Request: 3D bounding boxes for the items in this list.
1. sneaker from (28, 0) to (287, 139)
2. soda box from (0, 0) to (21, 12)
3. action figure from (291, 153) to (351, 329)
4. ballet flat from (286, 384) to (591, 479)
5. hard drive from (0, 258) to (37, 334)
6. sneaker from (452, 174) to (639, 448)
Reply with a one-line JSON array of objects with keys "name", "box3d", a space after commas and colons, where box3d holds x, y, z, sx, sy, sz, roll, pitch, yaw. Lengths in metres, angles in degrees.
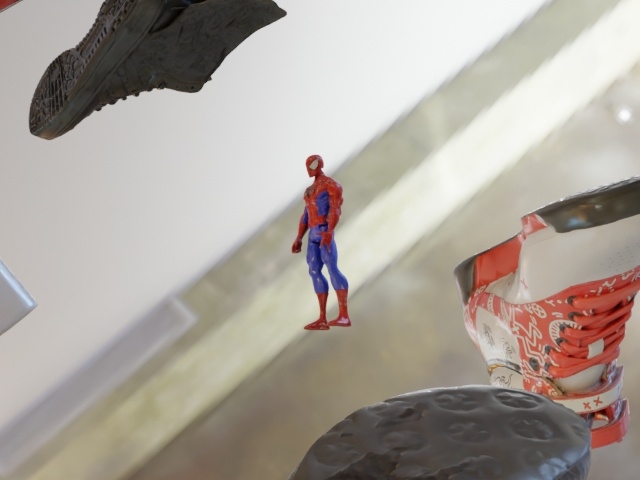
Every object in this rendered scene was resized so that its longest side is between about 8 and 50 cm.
[{"name": "sneaker", "box3d": [-0.104, -0.111, 1.147, 0.089, 0.051, 0.170, 20, -51, -32]}, {"name": "soda box", "box3d": [-0.246, -0.133, 0.978, 0.263, 0.092, 0.083, -25, 17, 14]}, {"name": "action figure", "box3d": [0.000, 0.000, 1.215, 0.030, 0.115, 0.038, 5, -12, -37]}, {"name": "ballet flat", "box3d": [0.012, 0.114, 0.626, 0.250, 0.084, 0.058, -28, -54, -49]}, {"name": "hard drive", "box3d": [-0.383, -0.015, 1.395, 0.203, 0.307, 0.040, -40, 1, -42]}, {"name": "sneaker", "box3d": [0.165, 0.054, 1.133, 0.090, 0.145, 0.270, -15, -9, -17]}]
